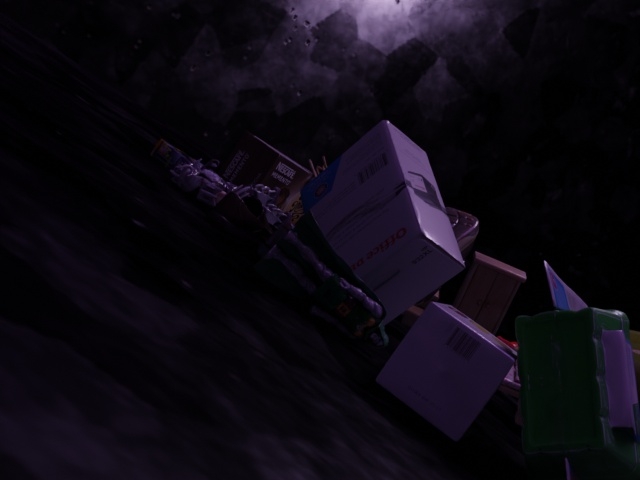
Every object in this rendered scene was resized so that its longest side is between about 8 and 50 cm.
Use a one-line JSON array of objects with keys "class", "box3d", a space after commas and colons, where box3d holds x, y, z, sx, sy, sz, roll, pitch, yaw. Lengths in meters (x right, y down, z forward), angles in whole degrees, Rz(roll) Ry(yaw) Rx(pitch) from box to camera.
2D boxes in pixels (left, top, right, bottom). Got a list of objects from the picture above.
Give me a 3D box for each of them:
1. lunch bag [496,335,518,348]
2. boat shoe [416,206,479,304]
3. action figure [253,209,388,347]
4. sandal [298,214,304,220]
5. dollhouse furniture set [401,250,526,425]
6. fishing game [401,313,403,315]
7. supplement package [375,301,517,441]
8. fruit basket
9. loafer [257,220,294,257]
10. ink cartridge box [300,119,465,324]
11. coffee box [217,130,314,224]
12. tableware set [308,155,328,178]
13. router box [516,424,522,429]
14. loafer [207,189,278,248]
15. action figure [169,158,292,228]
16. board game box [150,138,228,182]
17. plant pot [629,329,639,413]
[{"class": "lunch bag", "box3d": [0.523, 0.343, 2.439, 0.258, 0.120, 0.293, 32, 1, 28]}, {"class": "boat shoe", "box3d": [0.182, 0.066, 1.849, 0.132, 0.355, 0.130, 30, -43, 38]}, {"class": "action figure", "box3d": [0.020, 0.080, 1.472, 0.232, 0.137, 0.063, 43, 27, -4]}, {"class": "sandal", "box3d": [0.002, 0.001, 2.186, 0.167, 0.107, 0.446, 35, 3, -1]}, {"class": "dollhouse furniture set", "box3d": [0.304, 0.162, 1.865, 0.303, 0.173, 0.355, 22, 19, 1]}, {"class": "fishing game", "box3d": [0.181, 0.137, 2.319, 0.189, 0.041, 0.264, 50, 6, 36]}, {"class": "supplement package", "box3d": [0.187, 0.179, 1.365, 0.139, 0.134, 0.244, 36, 4, 13]}, {"class": "fruit basket", "box3d": [0.391, 0.231, 1.349, 0.165, 0.327, 0.353, -14, -28, 31]}, {"class": "loafer", "box3d": [-0.018, 0.034, 1.783, 0.096, 0.084, 0.267, 36, 4, 28]}, {"class": "ink cartridge box", "box3d": [0.100, -0.024, 1.685, 0.129, 0.223, 0.307, 34, 30, -35]}, {"class": "coffee box", "box3d": [-0.118, -0.129, 2.340, 0.119, 0.168, 0.297, 37, 4, 27]}, {"class": "tableware set", "box3d": [0.038, -0.115, 2.352, 0.128, 0.039, 0.194, 41, 23, -48]}, {"class": "router box", "box3d": [0.434, 0.374, 1.784, 0.092, 0.038, 0.122, 33, 4, -31]}, {"class": "loafer", "box3d": [-0.125, -0.037, 1.790, 0.080, 0.078, 0.220, 36, 4, 22]}, {"class": "action figure", "box3d": [-0.184, -0.097, 1.931, 0.285, 0.099, 0.185, 26, 14, -47]}, {"class": "board game box", "box3d": [-0.272, -0.145, 2.111, 0.170, 0.048, 0.141, 31, 4, -46]}, {"class": "plant pot", "box3d": [0.630, 0.336, 2.006, 0.353, 0.366, 0.366, 23, 1, 12]}]
